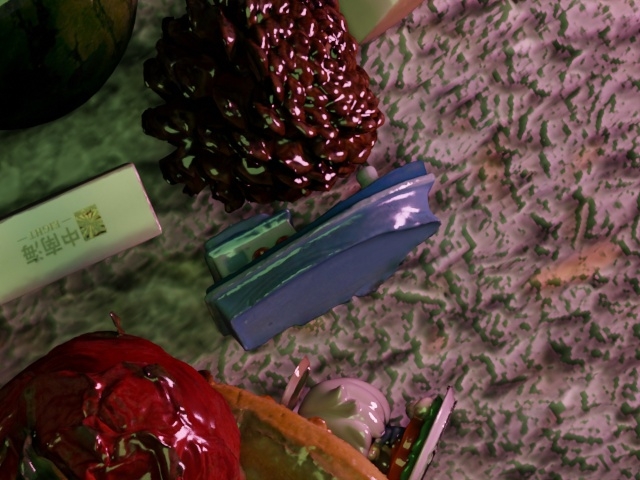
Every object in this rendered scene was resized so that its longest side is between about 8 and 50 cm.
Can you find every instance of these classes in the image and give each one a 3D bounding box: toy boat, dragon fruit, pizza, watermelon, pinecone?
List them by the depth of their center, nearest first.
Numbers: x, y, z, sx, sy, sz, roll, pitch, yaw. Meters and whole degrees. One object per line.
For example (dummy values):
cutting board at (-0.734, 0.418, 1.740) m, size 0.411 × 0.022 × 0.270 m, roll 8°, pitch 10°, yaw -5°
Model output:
dragon fruit at (-0.187, 0.198, 1.610) m, size 0.244 × 0.299 × 0.244 m, roll 7°, pitch 68°, yaw -17°
watermelon at (-0.270, -0.213, 1.672) m, size 0.242 × 0.242 × 0.242 m, roll 0°, pitch 90°, yaw -6°
pinecone at (-0.061, -0.124, 1.715) m, size 0.221 × 0.221 × 0.221 m, roll 0°, pitch 90°, yaw -6°
pizza at (-0.050, 0.231, 1.745) m, size 0.335 × 0.086 × 0.226 m, roll 21°, pitch 129°, yaw 22°
toy boat at (0.000, 0.000, 1.778) m, size 0.238 × 0.109 × 0.098 m, roll -29°, pitch 59°, yaw -5°

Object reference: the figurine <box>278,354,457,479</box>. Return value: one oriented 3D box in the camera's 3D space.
figurine at (0.033, 0.162, 1.773) m, size 0.153 × 0.132 × 0.132 m, roll 24°, pitch 88°, yaw 5°

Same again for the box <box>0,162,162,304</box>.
box at (-0.217, -0.009, 1.675) m, size 0.155 × 0.243 × 0.067 m, roll -25°, pitch 95°, yaw -6°

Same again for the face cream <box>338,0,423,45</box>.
face cream at (0.004, -0.363, 1.777) m, size 0.173 × 0.081 × 0.348 m, roll -36°, pitch 94°, yaw -4°
